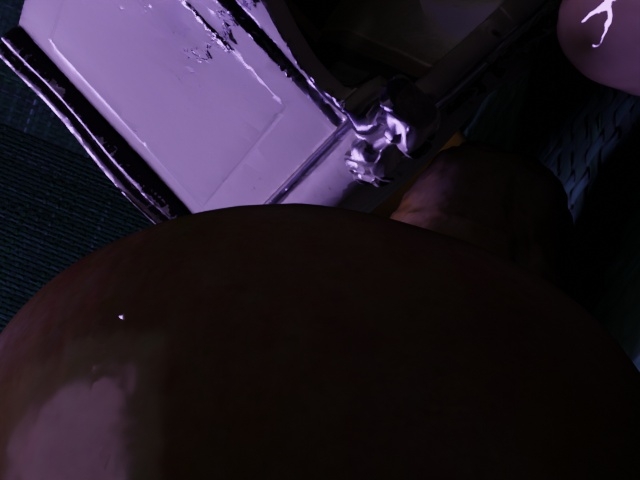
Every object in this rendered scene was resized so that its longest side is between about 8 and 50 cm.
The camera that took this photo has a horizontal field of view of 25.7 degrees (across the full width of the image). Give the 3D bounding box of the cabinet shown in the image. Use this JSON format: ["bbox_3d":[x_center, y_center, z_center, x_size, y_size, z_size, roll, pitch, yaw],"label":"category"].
[{"bbox_3d":[0.022,-0.158,0.751,0.290,0.227,0.318,-42,0,-23],"label":"cabinet"}]

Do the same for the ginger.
[{"bbox_3d":[0.053,0.072,0.673,0.116,0.109,0.263,149,141,-71],"label":"ginger"}]

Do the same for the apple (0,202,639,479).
[{"bbox_3d":[-0.005,0.127,0.437,0.257,0.257,0.234,123,160,-49],"label":"apple"}]

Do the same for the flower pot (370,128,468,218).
[{"bbox_3d":[0.000,0.000,0.973,0.179,0.195,0.195,99,-173,-62],"label":"flower pot"}]

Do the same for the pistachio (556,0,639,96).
[{"bbox_3d":[0.155,-0.107,0.543,0.149,0.113,0.113,-22,46,68],"label":"pistachio"}]
